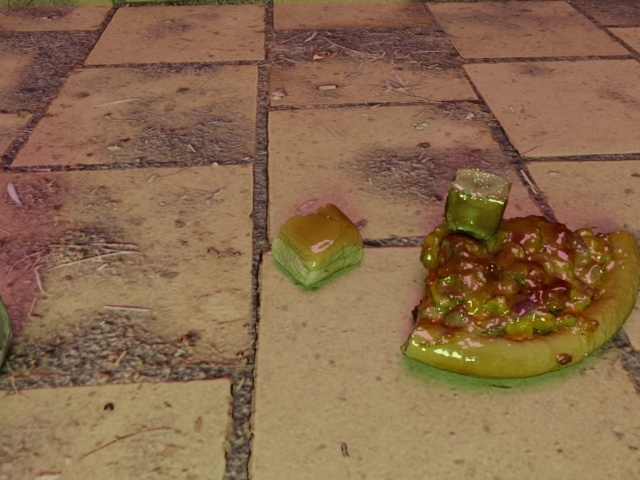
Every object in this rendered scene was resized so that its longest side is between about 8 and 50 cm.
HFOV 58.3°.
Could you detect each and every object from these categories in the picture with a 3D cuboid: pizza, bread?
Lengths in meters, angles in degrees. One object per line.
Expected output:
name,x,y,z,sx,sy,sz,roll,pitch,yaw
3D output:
pizza,0.270,0.055,0.791,0.408,0.114,0.278,-13,46,-20
bread,-0.001,0.001,0.868,0.125,0.082,0.106,-23,38,-30
bread,0.212,-0.055,0.777,0.083,0.070,0.077,16,40,14

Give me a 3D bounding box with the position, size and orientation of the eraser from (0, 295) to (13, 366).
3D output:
eraser,-0.477,0.138,0.555,0.122,0.272,0.359,5,38,10
